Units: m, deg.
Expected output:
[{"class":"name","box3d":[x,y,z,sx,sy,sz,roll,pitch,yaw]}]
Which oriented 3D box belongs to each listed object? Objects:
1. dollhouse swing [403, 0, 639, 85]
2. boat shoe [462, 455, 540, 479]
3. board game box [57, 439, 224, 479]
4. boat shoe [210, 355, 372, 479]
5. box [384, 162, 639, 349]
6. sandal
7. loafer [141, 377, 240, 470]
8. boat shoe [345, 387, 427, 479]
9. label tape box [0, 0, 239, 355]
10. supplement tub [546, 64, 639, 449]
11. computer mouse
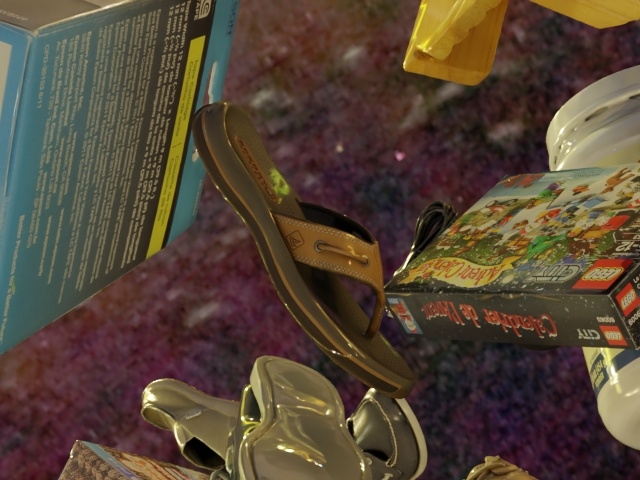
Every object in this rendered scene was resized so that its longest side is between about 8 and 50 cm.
[{"class":"dollhouse swing","box3d":[0.343,-0.330,1.735,0.347,0.305,0.315,-42,24,48]},{"class":"boat shoe","box3d":[0.223,0.341,1.738,0.122,0.341,0.110,-37,71,-8]},{"class":"board game box","box3d":[-0.197,0.392,1.594,0.141,0.291,0.232,26,90,41]},{"class":"boat shoe","box3d":[-0.027,0.161,0.941,0.254,0.095,0.079,-114,43,-69]},{"class":"box","box3d":[0.170,0.007,0.943,0.159,0.044,0.233,-40,20,-29]},{"class":"sandal","box3d":[0.000,0.000,0.839,0.060,0.219,0.090,-32,-7,15]},{"class":"loafer","box3d":[-0.164,0.257,1.841,0.269,0.102,0.092,5,60,48]},{"class":"boat shoe","box3d":[0.042,0.192,1.181,0.065,0.206,0.075,-25,62,-20]},{"class":"label tape box","box3d":[-0.191,-0.088,1.050,0.115,0.249,0.348,20,24,13]},{"class":"supplement tub","box3d":[0.349,0.015,1.295,0.235,0.235,0.324,-21,58,18]},{"class":"computer mouse","box3d":[0.236,0.065,1.896,0.272,0.072,0.188,23,79,14]}]
